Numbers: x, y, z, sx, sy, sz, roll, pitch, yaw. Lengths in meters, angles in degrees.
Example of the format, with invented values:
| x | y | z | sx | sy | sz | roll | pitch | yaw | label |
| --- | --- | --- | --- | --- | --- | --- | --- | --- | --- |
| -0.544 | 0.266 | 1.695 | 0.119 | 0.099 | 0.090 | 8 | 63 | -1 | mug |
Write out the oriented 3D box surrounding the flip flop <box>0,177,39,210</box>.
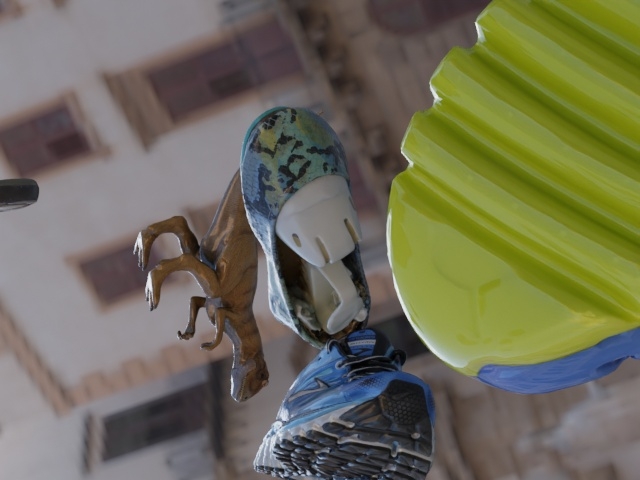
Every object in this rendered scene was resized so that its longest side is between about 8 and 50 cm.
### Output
| x | y | z | sx | sy | sz | roll | pitch | yaw | label |
| --- | --- | --- | --- | --- | --- | --- | --- | --- | --- |
| -0.341 | -0.074 | 1.469 | 0.112 | 0.277 | 0.080 | 0 | -74 | -66 | flip flop |

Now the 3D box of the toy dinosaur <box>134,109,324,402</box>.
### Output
| x | y | z | sx | sy | sz | roll | pitch | yaw | label |
| --- | --- | --- | --- | --- | --- | --- | --- | --- | --- |
| -0.067 | 0.005 | 1.336 | 0.064 | 0.112 | 0.211 | -132 | 44 | -64 | toy dinosaur |

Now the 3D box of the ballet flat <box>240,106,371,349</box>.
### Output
| x | y | z | sx | sy | sz | roll | pitch | yaw | label |
| --- | --- | --- | --- | --- | --- | --- | --- | --- | --- |
| 0.000 | 0.000 | 1.080 | 0.188 | 0.070 | 0.070 | 76 | -177 | -56 | ballet flat |

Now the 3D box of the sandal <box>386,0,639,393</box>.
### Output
| x | y | z | sx | sy | sz | roll | pitch | yaw | label |
| --- | --- | --- | --- | --- | --- | --- | --- | --- | --- |
| 0.159 | -0.064 | 0.607 | 0.126 | 0.317 | 0.138 | 50 | -179 | 31 | sandal |

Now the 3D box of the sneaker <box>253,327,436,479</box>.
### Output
| x | y | z | sx | sy | sz | roll | pitch | yaw | label |
| --- | --- | --- | --- | --- | --- | --- | --- | --- | --- |
| 0.011 | 0.069 | 0.853 | 0.162 | 0.063 | 0.073 | 150 | 137 | -71 | sneaker |
